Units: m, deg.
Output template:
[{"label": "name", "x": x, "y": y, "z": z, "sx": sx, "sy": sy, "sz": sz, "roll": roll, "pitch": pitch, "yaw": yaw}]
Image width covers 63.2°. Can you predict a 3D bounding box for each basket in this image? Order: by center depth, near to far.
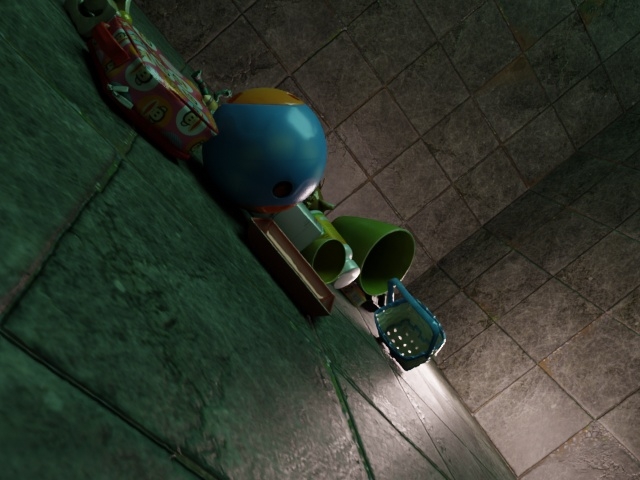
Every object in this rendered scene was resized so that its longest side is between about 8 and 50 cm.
[{"label": "basket", "x": 0.306, "y": 0.297, "z": 1.776, "sx": 0.254, "sy": 0.201, "sz": 0.288, "roll": 53, "pitch": -26, "yaw": 41}]

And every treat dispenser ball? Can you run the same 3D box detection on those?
[{"label": "treat dispenser ball", "x": -0.128, "y": -0.206, "z": 1.209, "sx": 0.288, "sy": 0.288, "sz": 0.288, "roll": 50, "pitch": 4, "yaw": -5}]

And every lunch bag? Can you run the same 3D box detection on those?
[{"label": "lunch bag", "x": -0.345, "y": -0.316, "z": 1.031, "sx": 0.258, "sy": 0.120, "sz": 0.293, "roll": 45, "pitch": 8, "yaw": -49}]

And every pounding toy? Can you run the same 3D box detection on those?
[{"label": "pounding toy", "x": -0.482, "y": -0.532, "z": 1.220, "sx": 0.269, "sy": 0.154, "sz": 0.155, "roll": 54, "pitch": 5, "yaw": 31}]

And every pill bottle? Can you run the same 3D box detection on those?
[{"label": "pill bottle", "x": 0.016, "y": 0.031, "z": 1.673, "sx": 0.245, "sy": 0.136, "sz": 0.136, "roll": 52, "pitch": 5, "yaw": 27}]

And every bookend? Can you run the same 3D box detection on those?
[{"label": "bookend", "x": 0.216, "y": 0.204, "z": 2.152, "sx": 0.156, "sy": 0.072, "sz": 0.157, "roll": 45, "pitch": 47, "yaw": -56}]

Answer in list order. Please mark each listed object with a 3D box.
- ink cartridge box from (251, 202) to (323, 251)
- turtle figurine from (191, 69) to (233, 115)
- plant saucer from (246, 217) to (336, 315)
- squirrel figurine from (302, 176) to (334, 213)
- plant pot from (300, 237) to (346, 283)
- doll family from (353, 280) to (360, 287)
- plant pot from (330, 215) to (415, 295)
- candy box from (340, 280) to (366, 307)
[{"label": "ink cartridge box", "x": -0.126, "y": -0.101, "z": 1.468, "sx": 0.283, "sy": 0.117, "sz": 0.207, "roll": 50, "pitch": 4, "yaw": -6}, {"label": "turtle figurine", "x": -0.452, "y": -0.566, "z": 2.124, "sx": 0.234, "sy": 0.118, "sz": 0.175, "roll": 45, "pitch": 47, "yaw": -38}, {"label": "plant saucer", "x": -0.068, "y": 0.061, "z": 1.178, "sx": 0.258, "sy": 0.048, "sz": 0.259, "roll": 51, "pitch": 5, "yaw": 1}, {"label": "squirrel figurine", "x": -0.122, "y": -0.204, "z": 1.861, "sx": 0.370, "sy": 0.281, "sz": 0.397, "roll": 60, "pitch": 15, "yaw": -20}, {"label": "plant pot", "x": -0.006, "y": 0.050, "z": 1.508, "sx": 0.095, "sy": 0.134, "sz": 0.134, "roll": 19, "pitch": -20, "yaw": 44}, {"label": "doll family", "x": 0.140, "y": 0.132, "z": 2.257, "sx": 0.193, "sy": 0.111, "sz": 0.076, "roll": 49, "pitch": 5, "yaw": -16}, {"label": "plant pot", "x": 0.163, "y": 0.021, "z": 2.005, "sx": 0.293, "sy": 0.274, "sz": 0.275, "roll": 36, "pitch": -7, "yaw": 43}, {"label": "candy box", "x": 0.094, "y": 0.159, "z": 1.964, "sx": 0.186, "sy": 0.053, "sz": 0.109, "roll": 49, "pitch": 5, "yaw": -5}]
